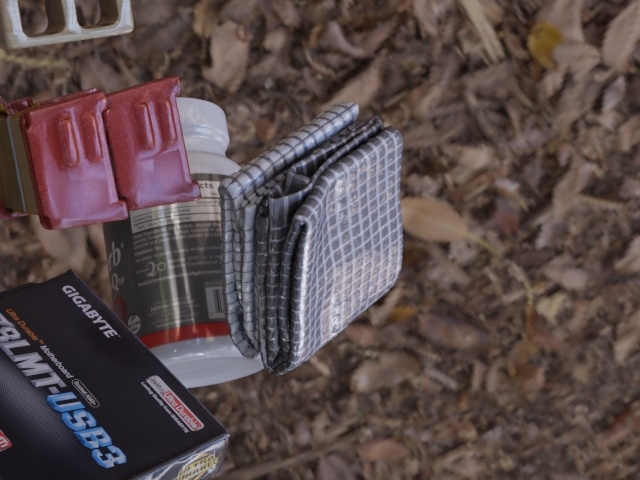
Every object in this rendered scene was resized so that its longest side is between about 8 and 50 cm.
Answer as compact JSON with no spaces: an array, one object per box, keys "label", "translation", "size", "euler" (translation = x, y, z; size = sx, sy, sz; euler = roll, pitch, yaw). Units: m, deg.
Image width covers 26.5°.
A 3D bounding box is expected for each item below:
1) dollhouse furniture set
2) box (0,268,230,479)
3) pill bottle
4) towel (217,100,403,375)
[{"label":"dollhouse furniture set","translation":[-0.248,-0.201,1.243],"size":[0.152,0.201,0.374],"euler":[-15,103,-30]},{"label":"box","translation":[-0.293,0.174,1.344],"size":[0.293,0.295,0.073],"euler":[-21,140,-36]},{"label":"pill bottle","translation":[-0.187,0.005,1.845],"size":[0.210,0.363,0.210],"euler":[-9,163,-3]},{"label":"towel","translation":[0.000,0.000,1.653],"size":[0.235,0.121,0.283],"euler":[-37,143,-36]}]
